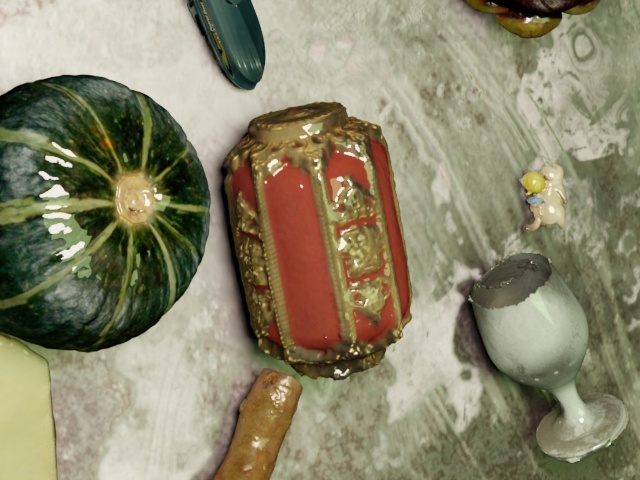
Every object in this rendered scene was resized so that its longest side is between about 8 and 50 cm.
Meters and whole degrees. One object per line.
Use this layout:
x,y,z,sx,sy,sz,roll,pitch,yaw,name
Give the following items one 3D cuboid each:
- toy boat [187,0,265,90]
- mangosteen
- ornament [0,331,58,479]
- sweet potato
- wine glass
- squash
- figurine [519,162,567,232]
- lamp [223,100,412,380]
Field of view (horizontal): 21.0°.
-0.089,-0.211,1.733,0.055,0.060,0.141,-44,127,-32,toy boat
0.236,-0.336,1.933,0.210,0.210,0.209,-3,95,-42,mangosteen
-0.304,0.196,1.569,0.180,0.059,0.201,42,69,-36,ornament
-0.096,0.265,1.752,0.281,0.059,0.067,-63,149,-17,sweet potato
0.266,0.135,2.024,0.126,0.126,0.241,-45,123,-30,wine glass
-0.218,-0.027,1.555,0.252,0.165,0.252,10,75,-43,squash
0.265,-0.051,2.068,0.051,0.047,0.083,-3,90,-31,figurine
0.000,0.000,1.746,0.177,0.177,0.273,-20,106,-39,lamp
